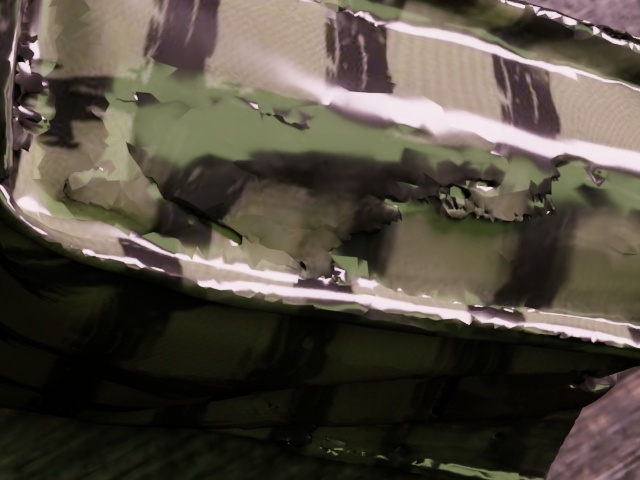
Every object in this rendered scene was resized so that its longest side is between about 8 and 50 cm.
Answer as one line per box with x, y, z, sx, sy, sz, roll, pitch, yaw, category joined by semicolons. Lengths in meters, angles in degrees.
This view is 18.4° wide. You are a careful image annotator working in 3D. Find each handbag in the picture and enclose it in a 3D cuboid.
0.000;0.000;0.806;0.327;0.325;0.162;12;74;-14;handbag
